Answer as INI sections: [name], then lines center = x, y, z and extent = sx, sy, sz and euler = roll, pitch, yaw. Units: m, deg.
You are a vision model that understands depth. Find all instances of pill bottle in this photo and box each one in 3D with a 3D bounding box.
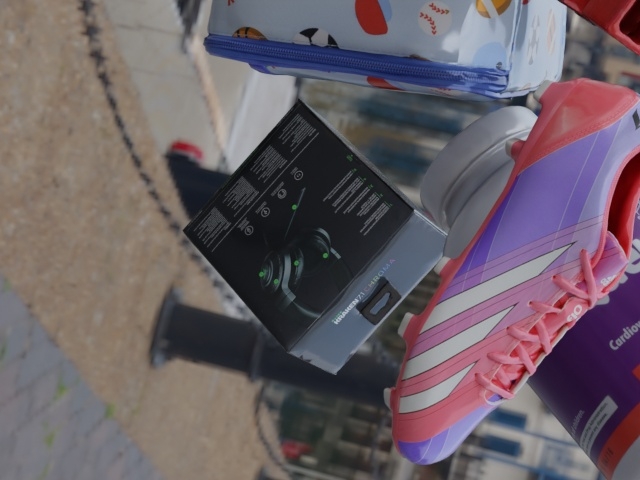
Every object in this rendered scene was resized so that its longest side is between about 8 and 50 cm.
[pill bottle]
center = 0.222, 0.042, 1.050
extent = 0.181, 0.323, 0.181
euler = -29, 151, -18

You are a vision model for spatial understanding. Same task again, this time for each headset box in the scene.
[headset box]
center = 0.000, 0.000, 1.742
extent = 0.246, 0.283, 0.131
euler = -49, 145, 6

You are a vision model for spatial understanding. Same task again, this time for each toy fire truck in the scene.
[toy fire truck]
center = 0.213, -0.140, 0.839
extent = 0.192, 0.135, 0.047
euler = 22, 108, -40

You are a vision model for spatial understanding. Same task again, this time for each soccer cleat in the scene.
[soccer cleat]
center = 0.120, 0.027, 0.744
extent = 0.083, 0.095, 0.248
euler = 17, 100, -60

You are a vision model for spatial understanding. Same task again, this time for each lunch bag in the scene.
[lunch bag]
center = 0.054, -0.171, 1.000
extent = 0.303, 0.243, 0.115
euler = -18, 114, -69
